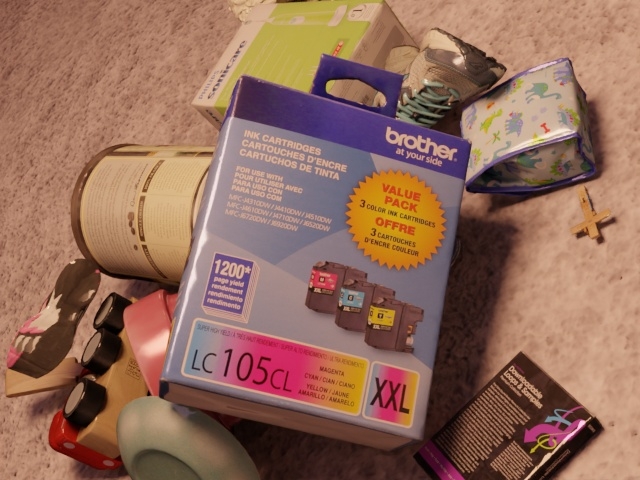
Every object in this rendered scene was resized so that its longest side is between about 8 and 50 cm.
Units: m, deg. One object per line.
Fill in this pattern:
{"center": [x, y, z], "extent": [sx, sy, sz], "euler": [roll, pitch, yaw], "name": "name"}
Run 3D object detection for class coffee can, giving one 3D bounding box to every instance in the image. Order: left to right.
{"center": [-0.184, -0.034, 1.335], "extent": [0.275, 0.201, 0.201], "euler": [5, 61, 42], "name": "coffee can"}

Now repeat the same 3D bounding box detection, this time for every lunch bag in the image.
{"center": [0.240, -0.126, 1.142], "extent": [0.151, 0.096, 0.129], "euler": [-15, 49, 24], "name": "lunch bag"}

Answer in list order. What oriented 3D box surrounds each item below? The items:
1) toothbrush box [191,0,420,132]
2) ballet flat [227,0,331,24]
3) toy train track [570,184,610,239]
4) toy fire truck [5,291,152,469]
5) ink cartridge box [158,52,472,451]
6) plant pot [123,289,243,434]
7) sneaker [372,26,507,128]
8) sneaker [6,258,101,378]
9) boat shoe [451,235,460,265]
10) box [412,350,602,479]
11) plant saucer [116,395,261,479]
{"center": [-0.025, -0.243, 1.439], "extent": [0.283, 0.122, 0.206], "euler": [11, 65, 43], "name": "toothbrush box"}
{"center": [0.029, -0.452, 1.588], "extent": [0.409, 0.147, 0.147], "euler": [-26, 44, 25], "name": "ballet flat"}
{"center": [0.301, -0.030, 1.077], "extent": [0.048, 0.014, 0.083], "euler": [-31, 36, 26], "name": "toy train track"}
{"center": [-0.329, 0.208, 1.321], "extent": [0.246, 0.158, 0.217], "euler": [-38, 31, 39], "name": "toy fire truck"}
{"center": [0.000, 0.000, 1.036], "extent": [0.151, 0.270, 0.395], "euler": [126, 157, -68], "name": "ink cartridge box"}
{"center": [-0.112, 0.131, 1.163], "extent": [0.180, 0.201, 0.201], "euler": [-25, 42, -2], "name": "plant pot"}
{"center": [0.141, -0.184, 1.233], "extent": [0.122, 0.110, 0.283], "euler": [-63, 12, -4], "name": "sneaker"}
{"center": [-0.350, 0.106, 1.298], "extent": [0.178, 0.072, 0.077], "euler": [-54, 8, -5], "name": "sneaker"}
{"center": [0.080, 0.032, 1.166], "extent": [0.183, 0.066, 0.066], "euler": [-29, 43, 18], "name": "boat shoe"}
{"center": [0.185, 0.203, 0.968], "extent": [0.162, 0.029, 0.116], "euler": [-45, 41, 2], "name": "box"}
{"center": [-0.158, 0.261, 1.077], "extent": [0.195, 0.195, 0.037], "euler": [-9, 25, 34], "name": "plant saucer"}
